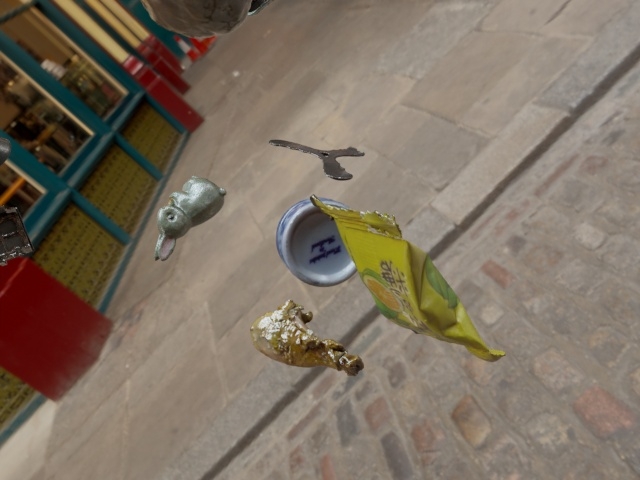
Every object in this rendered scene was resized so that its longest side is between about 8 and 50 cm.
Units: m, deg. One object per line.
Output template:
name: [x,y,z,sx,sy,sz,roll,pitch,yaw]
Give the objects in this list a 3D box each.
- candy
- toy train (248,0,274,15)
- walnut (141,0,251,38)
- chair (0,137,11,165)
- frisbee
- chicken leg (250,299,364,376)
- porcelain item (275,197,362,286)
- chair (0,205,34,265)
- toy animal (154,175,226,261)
candy: [0.109,0.057,0.870,0.081,0.297,0.187,-51,30,-13]
toy train: [-0.105,-0.579,1.527,0.207,0.043,0.047,-45,-1,-16]
walnut: [-0.185,-0.403,0.972,0.224,0.224,0.224,-38,24,20]
chair: [-0.692,-0.168,1.217,0.095,0.221,0.104,-51,41,34]
frisbee: [0.022,-0.167,1.335,0.211,0.187,0.012,35,123,38]
chicken leg: [-0.020,0.163,1.097,0.207,0.085,0.101,15,77,32]
porcelain item: [0.000,0.000,1.141,0.147,0.147,0.114,-47,12,-1]
chair: [-0.699,-0.006,1.476,0.113,0.106,0.229,-21,4,-8]
toy animal: [-0.364,-0.060,1.757,0.251,0.125,0.127,-54,9,-29]
